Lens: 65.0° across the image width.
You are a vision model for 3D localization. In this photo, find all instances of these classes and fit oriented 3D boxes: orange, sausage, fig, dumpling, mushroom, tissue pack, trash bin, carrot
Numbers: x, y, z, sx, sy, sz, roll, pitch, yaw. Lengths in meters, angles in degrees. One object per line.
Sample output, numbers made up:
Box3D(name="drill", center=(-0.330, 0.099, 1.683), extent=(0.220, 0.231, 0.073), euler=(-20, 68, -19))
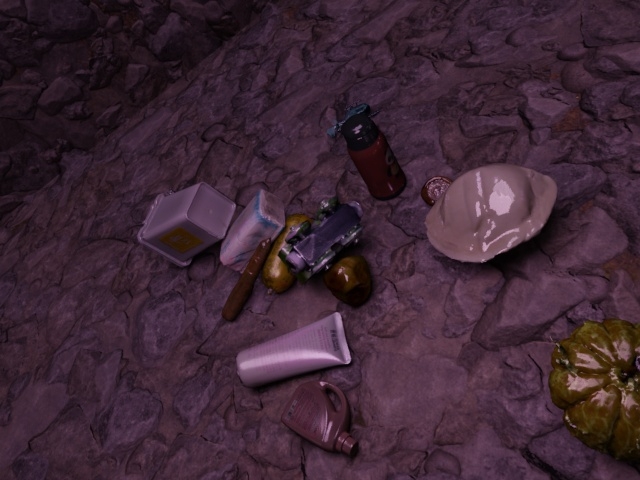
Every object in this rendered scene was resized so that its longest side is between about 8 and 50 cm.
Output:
Box3D(name="orange", center=(0.650, 0.308, 1.074), extent=(0.301, 0.223, 0.300), euler=(-25, 63, 13))
Box3D(name="sausage", center=(-0.113, 0.042, 1.796), extent=(0.123, 0.123, 0.347), euler=(4, 60, 33))
Box3D(name="fig", center=(0.092, 0.118, 1.606), extent=(0.154, 0.144, 0.165), euler=(16, 50, 14))
Box3D(name="dumpling", center=(0.469, -0.071, 1.467), extent=(0.395, 0.233, 0.315), euler=(-3, 48, 41))
Box3D(name="mushroom", center=(0.400, -0.161, 1.694), extent=(0.123, 0.052, 0.123), euler=(-10, 61, 19))
Box3D(name="tissue pack", center=(-0.252, -0.035, 1.860), extent=(0.271, 0.124, 0.201), euler=(-48, 24, 24))
Box3D(name="trash bin", center=(-0.514, -0.090, 1.992), extent=(0.368, 0.256, 0.296), euler=(-19, 44, 45))
Box3D(name="carrot", center=(-0.255, 0.135, 1.784), extent=(0.070, 0.070, 0.342), euler=(37, 102, 43))

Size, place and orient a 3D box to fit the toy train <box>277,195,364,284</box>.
Box3D(name="toy train", center=(0.000, 0.000, 1.641), extent=(0.307, 0.249, 0.173), euler=(-41, 86, -21))

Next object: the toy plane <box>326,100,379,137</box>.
Box3D(name="toy plane", center=(0.130, -0.515, 2.125), extent=(0.235, 0.060, 0.096), euler=(-27, 60, 5))

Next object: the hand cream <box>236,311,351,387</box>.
Box3D(name="hand cream", center=(-0.088, 0.354, 1.569), extent=(0.359, 0.118, 0.185), euler=(-19, 45, 7))

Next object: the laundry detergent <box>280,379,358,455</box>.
Box3D(name="laundry detergent", center=(0.018, 0.491, 1.409), extent=(0.237, 0.076, 0.171), euler=(15, 65, 37))

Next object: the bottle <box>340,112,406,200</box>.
Box3D(name="bottle", center=(0.176, -0.288, 1.726), extent=(0.144, 0.336, 0.144), euler=(-16, 51, 21))
